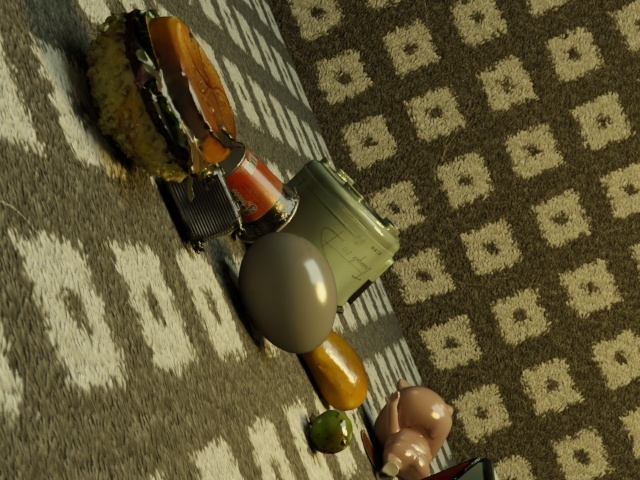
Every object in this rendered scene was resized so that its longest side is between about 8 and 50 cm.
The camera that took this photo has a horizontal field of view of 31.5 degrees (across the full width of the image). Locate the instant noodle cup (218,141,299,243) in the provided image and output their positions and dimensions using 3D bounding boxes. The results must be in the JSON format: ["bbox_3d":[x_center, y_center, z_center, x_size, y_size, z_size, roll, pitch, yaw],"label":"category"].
[{"bbox_3d":[-0.122,-0.084,1.858,0.136,0.127,0.127,52,15,-36],"label":"instant noodle cup"}]

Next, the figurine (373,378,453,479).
[{"bbox_3d":[0.173,0.427,2.380,0.176,0.186,0.287,29,41,-12],"label":"figurine"}]

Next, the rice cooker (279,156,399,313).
[{"bbox_3d":[0.000,0.000,2.018,0.241,0.227,0.280,45,5,-7],"label":"rice cooker"}]

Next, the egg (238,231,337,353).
[{"bbox_3d":[-0.047,0.081,1.739,0.146,0.146,0.199,-87,160,-73],"label":"egg"}]

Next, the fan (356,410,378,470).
[{"bbox_3d":[0.093,0.404,2.307,0.085,0.005,0.133,57,13,-55],"label":"fan"}]

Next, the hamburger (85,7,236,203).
[{"bbox_3d":[-0.201,-0.172,1.437,0.243,0.138,0.262,-39,106,-80],"label":"hamburger"}]

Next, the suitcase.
[{"bbox_3d":[-0.162,-0.052,1.572,0.059,0.086,0.126,-165,-128,-80],"label":"suitcase"}]

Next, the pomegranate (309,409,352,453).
[{"bbox_3d":[0.010,0.309,1.823,0.073,0.084,0.073,20,65,-51],"label":"pomegranate"}]

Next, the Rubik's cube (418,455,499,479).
[{"bbox_3d":[0.221,0.540,1.891,0.248,0.250,0.246,-67,134,-76],"label":"Rubik's cube"}]

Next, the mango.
[{"bbox_3d":[0.023,0.226,2.047,0.178,0.090,0.115,56,18,-18],"label":"mango"}]
